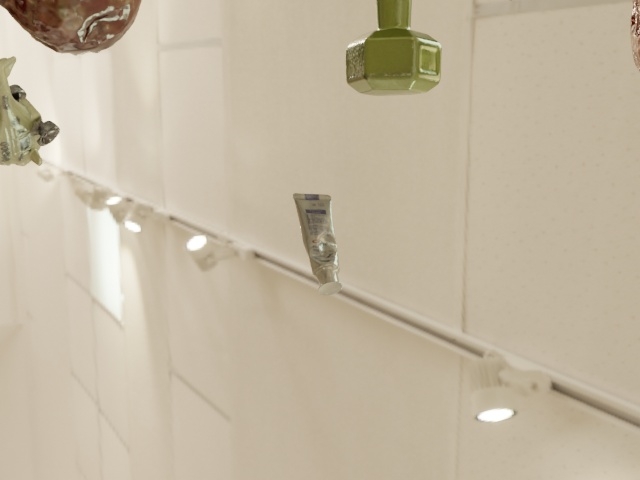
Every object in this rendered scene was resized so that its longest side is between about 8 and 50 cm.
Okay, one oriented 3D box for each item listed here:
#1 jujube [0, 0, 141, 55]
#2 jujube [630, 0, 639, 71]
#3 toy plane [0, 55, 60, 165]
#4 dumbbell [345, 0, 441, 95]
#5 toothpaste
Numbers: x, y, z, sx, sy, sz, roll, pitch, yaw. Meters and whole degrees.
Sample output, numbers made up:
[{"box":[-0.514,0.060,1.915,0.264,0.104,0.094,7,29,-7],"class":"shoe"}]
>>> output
[{"box":[-0.449,-0.491,1.325,0.377,0.276,0.276,46,-41,15],"class":"jujube"},{"box":[0.491,-0.297,1.042,0.174,0.174,0.251,-32,-146,59],"class":"jujube"},{"box":[-0.415,-0.166,1.073,0.092,0.108,0.286,48,-28,4],"class":"toy plane"},{"box":[0.091,-0.335,1.014,0.108,0.121,0.302,2,-87,38],"class":"dumbbell"},{"box":[0.000,0.000,1.884,0.061,0.096,0.266,119,-33,-51],"class":"toothpaste"}]
